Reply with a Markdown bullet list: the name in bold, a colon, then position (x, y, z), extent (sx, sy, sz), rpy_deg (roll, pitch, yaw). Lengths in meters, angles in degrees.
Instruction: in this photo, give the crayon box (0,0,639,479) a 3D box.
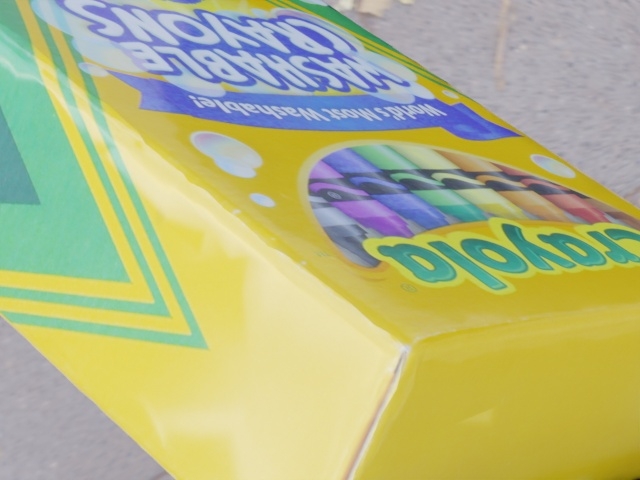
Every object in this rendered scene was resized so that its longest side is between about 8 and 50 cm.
- **crayon box**: position (0.000, 0.000, 0.576), extent (0.323, 0.203, 0.083), rpy_deg (38, 116, 32)
